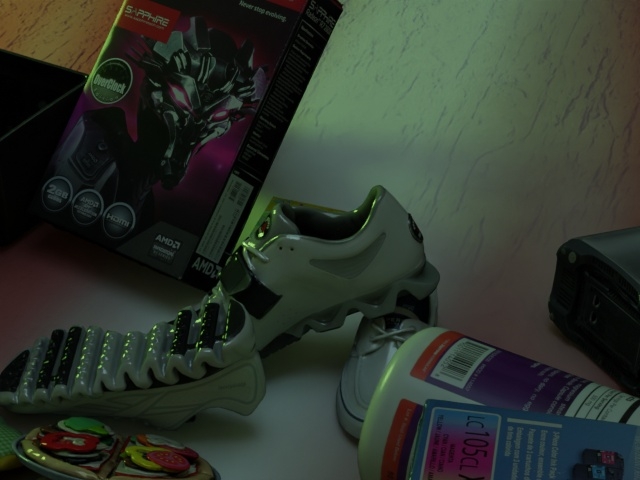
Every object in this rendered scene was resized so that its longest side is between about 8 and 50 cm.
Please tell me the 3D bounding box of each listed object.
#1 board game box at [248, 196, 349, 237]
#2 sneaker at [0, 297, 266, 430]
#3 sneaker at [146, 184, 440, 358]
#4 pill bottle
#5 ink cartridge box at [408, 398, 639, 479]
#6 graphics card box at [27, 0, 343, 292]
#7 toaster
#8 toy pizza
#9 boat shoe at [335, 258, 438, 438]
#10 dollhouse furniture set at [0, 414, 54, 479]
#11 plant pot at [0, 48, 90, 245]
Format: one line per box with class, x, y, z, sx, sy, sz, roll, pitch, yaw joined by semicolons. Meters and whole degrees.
board game box;0.000;0.000;2.058;0.154;0.026;0.103;11;37;13
sneaker;-0.193;0.147;1.780;0.292;0.118;0.110;-9;36;18
sneaker;-0.054;0.035;1.845;0.331;0.146;0.122;-22;24;4
pill bottle;0.209;0.211;1.635;0.323;0.181;0.181;20;39;23
ink cartridge box;0.263;0.293;1.444;0.396;0.270;0.151;6;37;6
graphics card box;-0.156;-0.150;2.012;0.233;0.370;0.094;23;-2;26
toaster;0.363;0.073;1.886;0.146;0.129;0.227;-16;37;-27
toy pizza;-0.192;0.202;1.668;0.201;0.032;0.201;11;5;-1
boat shoe;0.072;0.107;1.858;0.095;0.084;0.258;6;35;6
dollhouse furniture set;-0.409;0.198;1.648;0.302;0.151;0.197;-25;43;-33
plant pot;-0.390;-0.104;2.063;0.187;0.167;0.188;17;37;26
